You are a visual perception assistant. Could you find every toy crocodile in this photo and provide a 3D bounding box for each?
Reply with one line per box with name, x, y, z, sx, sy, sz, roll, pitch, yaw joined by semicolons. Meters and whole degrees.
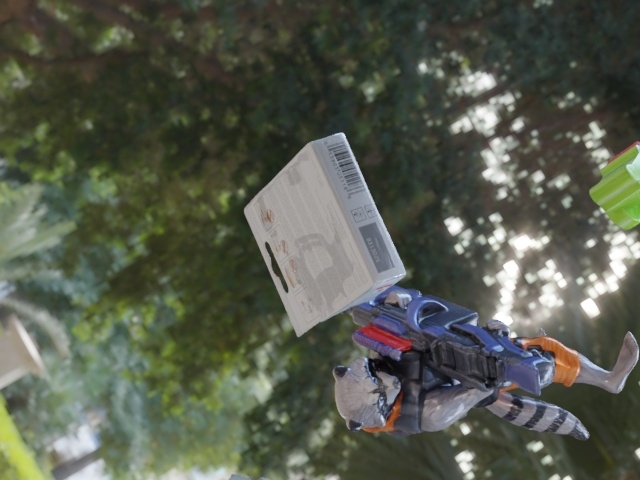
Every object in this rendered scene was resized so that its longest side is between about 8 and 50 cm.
toy crocodile;0.449;-0.095;1.715;0.115;0.340;0.105;-39;-106;39

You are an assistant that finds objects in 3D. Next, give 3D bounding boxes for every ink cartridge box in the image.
ink cartridge box;0.000;0.000;1.234;0.145;0.045;0.179;66;-27;9

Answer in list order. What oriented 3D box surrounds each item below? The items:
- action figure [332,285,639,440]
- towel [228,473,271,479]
action figure;0.171;0.156;1.397;0.341;0.330;0.179;-154;-117;-64
towel;0.035;0.339;1.278;0.312;0.324;0.056;-76;179;-68
